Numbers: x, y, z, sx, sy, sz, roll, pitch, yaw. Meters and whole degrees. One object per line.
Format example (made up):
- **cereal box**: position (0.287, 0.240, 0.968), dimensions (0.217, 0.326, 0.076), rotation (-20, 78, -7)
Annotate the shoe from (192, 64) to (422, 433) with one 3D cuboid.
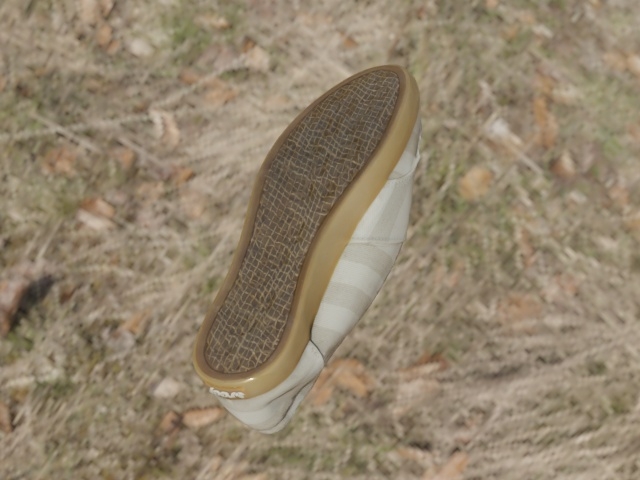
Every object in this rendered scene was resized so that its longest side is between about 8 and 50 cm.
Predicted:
- **shoe**: position (0.000, 0.000, 0.727), dimensions (0.058, 0.076, 0.219), rotation (57, 49, -42)
